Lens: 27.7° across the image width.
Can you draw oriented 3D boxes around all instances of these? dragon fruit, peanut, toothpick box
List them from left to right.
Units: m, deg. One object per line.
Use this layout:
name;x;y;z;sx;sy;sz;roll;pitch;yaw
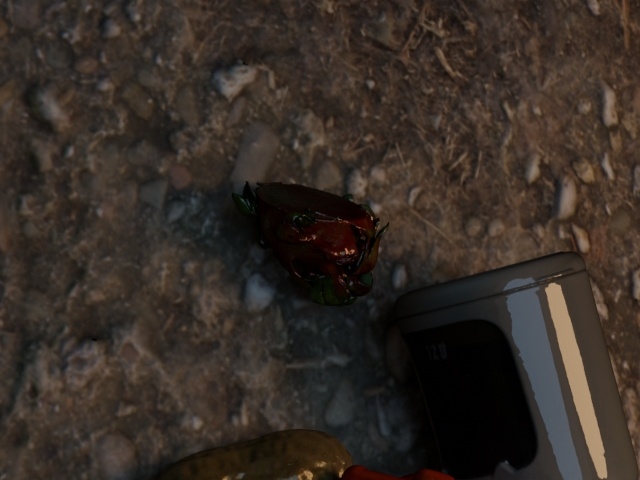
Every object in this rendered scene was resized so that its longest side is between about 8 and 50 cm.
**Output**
peanut;-0.066;0.240;1.263;0.226;0.108;0.095;-8;86;-27
dragon fruit;0.000;0.000;1.354;0.138;0.142;0.175;-53;130;-62
toothpick box;0.223;0.181;1.375;0.229;0.229;0.316;-14;87;-30

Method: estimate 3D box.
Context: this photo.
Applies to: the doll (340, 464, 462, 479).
doll;0.179;0.297;1.224;0.336;0.200;0.105;12;53;19
